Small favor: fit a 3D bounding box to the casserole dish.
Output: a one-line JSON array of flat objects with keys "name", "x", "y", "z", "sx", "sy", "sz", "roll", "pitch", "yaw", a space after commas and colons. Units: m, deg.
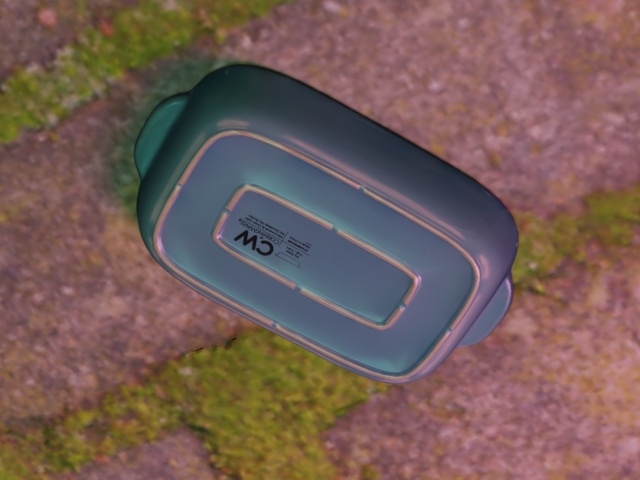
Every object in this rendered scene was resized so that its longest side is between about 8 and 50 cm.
[{"name": "casserole dish", "x": 0.000, "y": 0.000, "z": 0.785, "sx": 0.188, "sy": 0.037, "sz": 0.114, "roll": 29, "pitch": 119, "yaw": -7}]
